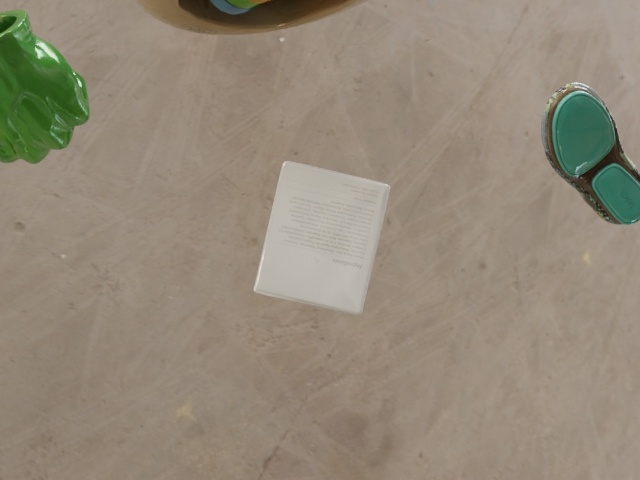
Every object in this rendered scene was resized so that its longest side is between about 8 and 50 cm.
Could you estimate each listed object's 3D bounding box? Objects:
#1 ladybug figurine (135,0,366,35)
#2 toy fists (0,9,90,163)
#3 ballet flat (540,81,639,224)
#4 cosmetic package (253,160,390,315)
[{"bbox_3d":[-0.081,-0.389,0.899,0.305,0.449,0.162,0,90,-45],"label":"ladybug figurine"},{"bbox_3d":[-0.374,-0.142,0.712,0.096,0.279,0.142,-85,162,-47],"label":"toy fists"},{"bbox_3d":[0.242,-0.081,0.633,0.188,0.070,0.070,44,66,-37],"label":"ballet flat"},{"bbox_3d":[0.000,0.000,0.980,0.151,0.151,0.184,13,87,-1],"label":"cosmetic package"}]
